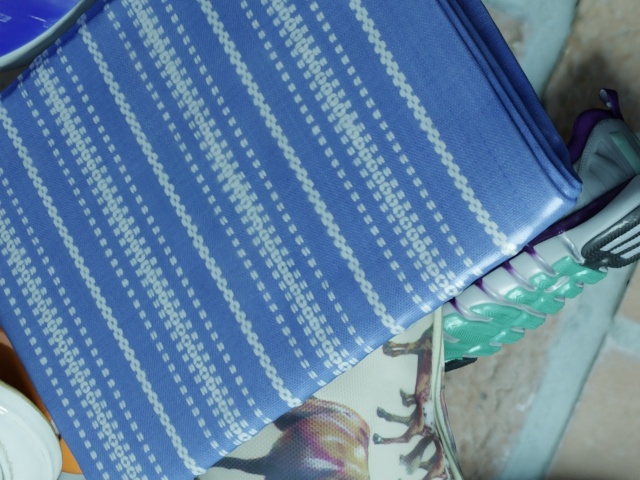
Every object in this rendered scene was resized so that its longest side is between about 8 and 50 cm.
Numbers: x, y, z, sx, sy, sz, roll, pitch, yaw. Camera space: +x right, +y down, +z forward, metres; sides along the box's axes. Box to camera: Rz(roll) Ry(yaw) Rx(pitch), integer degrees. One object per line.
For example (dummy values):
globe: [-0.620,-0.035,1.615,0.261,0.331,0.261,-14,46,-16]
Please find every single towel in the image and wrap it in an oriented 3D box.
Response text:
towel: [-0.047,-0.034,0.991,0.336,0.040,0.243,-37,75,28]

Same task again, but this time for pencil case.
pencil case: [0.000,0.000,1.074,0.183,0.160,0.410,-4,89,18]

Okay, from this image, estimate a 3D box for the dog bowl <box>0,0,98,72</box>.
dog bowl: [-0.210,-0.228,1.044,0.264,0.104,0.265,-3,84,28]

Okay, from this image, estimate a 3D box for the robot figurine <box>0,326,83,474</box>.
robot figurine: [-0.178,0.062,1.159,0.219,0.128,0.158,27,84,-3]

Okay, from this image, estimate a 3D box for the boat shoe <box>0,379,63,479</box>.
boat shoe: [-0.218,0.160,1.117,0.098,0.096,0.277,27,148,5]

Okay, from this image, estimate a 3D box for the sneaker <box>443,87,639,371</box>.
sneaker: [0.110,0.001,1.167,0.223,0.083,0.098,-32,63,20]
